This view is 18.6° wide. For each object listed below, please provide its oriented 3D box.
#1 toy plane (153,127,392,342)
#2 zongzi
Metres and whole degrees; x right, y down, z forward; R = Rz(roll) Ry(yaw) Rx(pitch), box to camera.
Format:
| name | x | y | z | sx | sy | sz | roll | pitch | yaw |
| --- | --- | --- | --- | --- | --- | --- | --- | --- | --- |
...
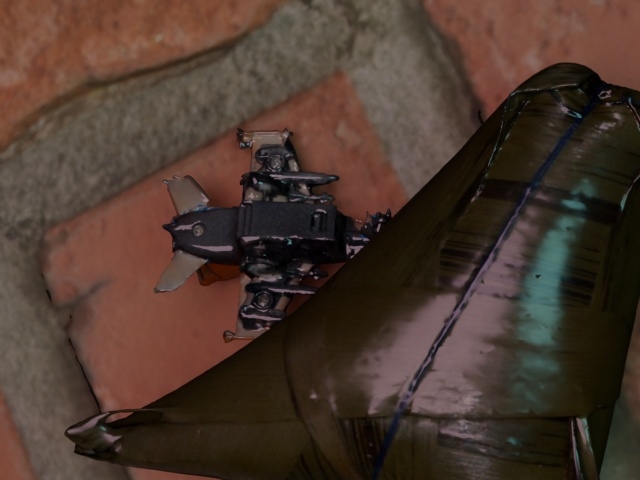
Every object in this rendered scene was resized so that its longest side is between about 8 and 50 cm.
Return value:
| name | x | y | z | sx | sy | sz | roll | pitch | yaw |
| --- | --- | --- | --- | --- | --- | --- | --- | --- | --- |
| toy plane | -0.002 | -0.004 | 1.111 | 0.188 | 0.062 | 0.135 | -2 | 67 | 18 |
| zongzi | 0.027 | 0.018 | 1.050 | 0.289 | 0.123 | 0.260 | 12 | 90 | 9 |
